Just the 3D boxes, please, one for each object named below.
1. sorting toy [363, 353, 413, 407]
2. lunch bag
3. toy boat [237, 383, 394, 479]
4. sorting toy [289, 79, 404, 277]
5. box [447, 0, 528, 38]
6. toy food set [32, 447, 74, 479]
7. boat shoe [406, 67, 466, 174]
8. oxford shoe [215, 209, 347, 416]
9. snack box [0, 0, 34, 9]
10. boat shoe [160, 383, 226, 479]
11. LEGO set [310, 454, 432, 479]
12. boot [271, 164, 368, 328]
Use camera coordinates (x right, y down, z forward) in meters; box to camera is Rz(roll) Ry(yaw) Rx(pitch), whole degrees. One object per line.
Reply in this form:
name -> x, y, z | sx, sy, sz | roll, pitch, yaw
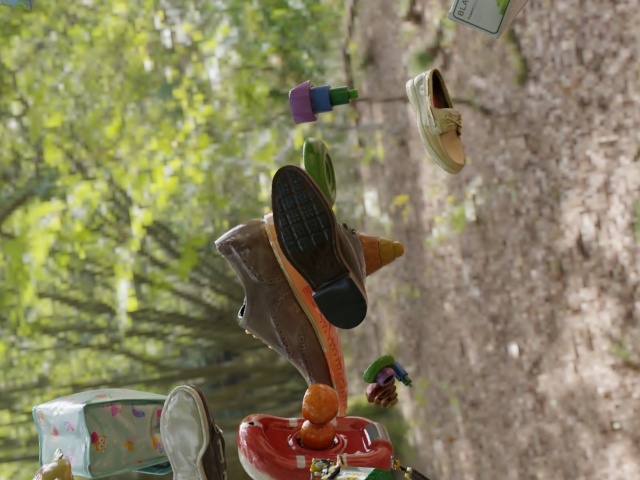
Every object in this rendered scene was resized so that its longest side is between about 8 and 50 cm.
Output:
sorting toy -> 0.093, 0.195, 1.718 | 0.042, 0.061, 0.102 | 48, 160, 27
lunch bag -> -0.355, 0.345, 2.293 | 0.223, 0.262, 0.160 | -9, 86, 52
toy boat -> -0.007, 0.281, 1.865 | 0.151, 0.231, 0.151 | -111, 22, -67
sorting toy -> 0.050, -0.088, 2.027 | 0.127, 0.126, 0.365 | -74, -27, -64
box -> 0.301, -0.444, 1.972 | 0.290, 0.087, 0.169 | -49, -18, -55
toy food set -> -0.297, 0.286, 1.318 | 0.132, 0.039, 0.192 | -61, 22, -6
boat shoe -> 0.182, -0.182, 1.896 | 0.059, 0.063, 0.170 | -36, 68, 38
oxford shoe -> -0.052, 0.126, 1.973 | 0.130, 0.133, 0.363 | -95, -15, -71
snack box -> -0.415, -0.366, 1.437 | 0.070, 0.207, 0.174 | 110, 167, -66
boat shoe -> -0.165, 0.275, 1.708 | 0.065, 0.075, 0.206 | -40, -48, -52
LEGO set -> 0.061, 0.378, 1.481 | 0.192, 0.331, 0.254 | -6, 79, 44
boot -> 0.000, 0.000, 1.601 | 0.106, 0.082, 0.219 | -60, -52, -74
